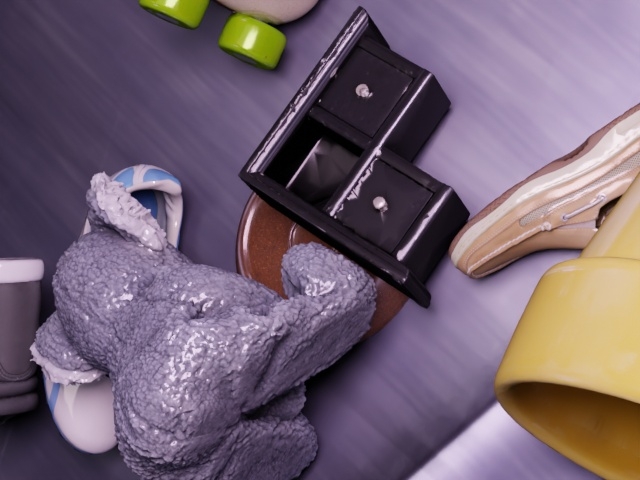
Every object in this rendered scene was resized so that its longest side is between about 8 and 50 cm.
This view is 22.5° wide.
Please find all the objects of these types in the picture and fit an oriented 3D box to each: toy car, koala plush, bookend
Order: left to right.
[{"bbox_3d":[-0.114,0.062,1.168,0.221,0.203,0.196,37,117,28],"label":"koala plush"},{"bbox_3d":[-0.092,-0.240,1.311,0.188,0.149,0.155,19,85,59],"label":"toy car"},{"bbox_3d":[0.052,-0.061,1.175,0.157,0.072,0.156,34,86,24],"label":"bookend"}]

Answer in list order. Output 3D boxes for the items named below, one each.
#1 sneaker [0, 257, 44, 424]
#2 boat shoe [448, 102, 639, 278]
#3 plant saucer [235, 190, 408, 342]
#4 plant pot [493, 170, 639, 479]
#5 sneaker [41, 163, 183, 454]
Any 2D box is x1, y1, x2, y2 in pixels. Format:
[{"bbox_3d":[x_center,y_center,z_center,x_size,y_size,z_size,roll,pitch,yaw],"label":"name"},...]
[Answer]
[{"bbox_3d":[-0.335,0.088,1.350,0.295,0.104,0.147,-1,89,46],"label":"sneaker"},{"bbox_3d":[0.180,-0.020,1.129,0.190,0.068,0.072,-36,76,18],"label":"boat shoe"},{"bbox_3d":[0.000,0.000,1.243,0.168,0.029,0.168,-7,76,28],"label":"plant saucer"},{"bbox_3d":[0.266,0.036,0.980,0.254,0.254,0.239,16,72,30],"label":"plant pot"},{"bbox_3d":[-0.163,0.053,1.281,0.086,0.085,0.237,-5,73,64],"label":"sneaker"}]
